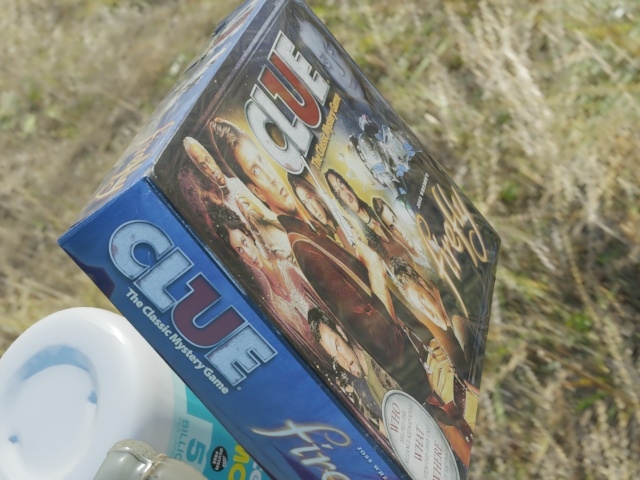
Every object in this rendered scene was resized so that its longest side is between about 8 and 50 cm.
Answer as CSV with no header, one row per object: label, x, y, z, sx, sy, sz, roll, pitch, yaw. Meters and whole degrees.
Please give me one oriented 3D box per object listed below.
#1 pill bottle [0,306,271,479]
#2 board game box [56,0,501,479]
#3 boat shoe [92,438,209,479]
pill bottle,-0.089,0.147,1.044,0.146,0.264,0.146,-15,63,32
board game box,0.000,0.000,0.626,0.042,0.165,0.243,-35,15,22
boat shoe,-0.124,0.222,0.774,0.091,0.109,0.305,37,118,8
